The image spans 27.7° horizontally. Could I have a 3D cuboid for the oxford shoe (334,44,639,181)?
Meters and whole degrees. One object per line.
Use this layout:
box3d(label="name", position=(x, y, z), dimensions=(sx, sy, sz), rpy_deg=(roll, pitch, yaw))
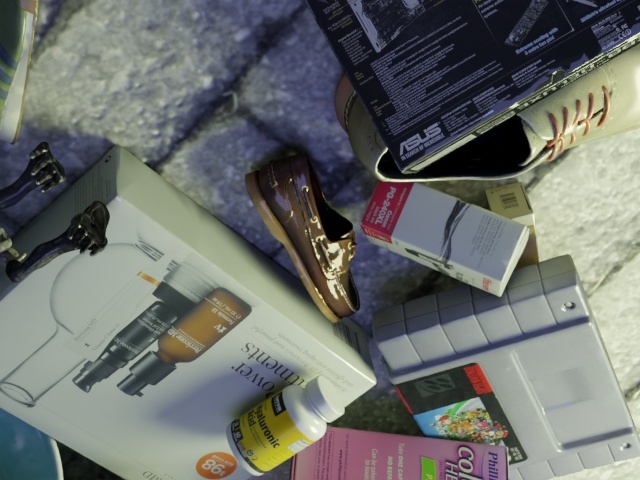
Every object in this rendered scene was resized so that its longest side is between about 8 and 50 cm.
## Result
box3d(label="oxford shoe", position=(0.219, -0.119, 1.225), dimensions=(0.397, 0.146, 0.140), rpy_deg=(-12, 128, 0))

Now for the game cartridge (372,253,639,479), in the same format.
box3d(label="game cartridge", position=(0.215, 0.169, 1.456), dimensions=(0.230, 0.068, 0.355), rpy_deg=(-21, 136, 11))

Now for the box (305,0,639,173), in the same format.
box3d(label="box", position=(0.143, -0.233, 1.087), dimensions=(0.307, 0.076, 0.242), rpy_deg=(-31, 86, 13))

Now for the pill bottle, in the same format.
box3d(label="pill bottle", position=(-0.035, 0.190, 1.351), dimensions=(0.116, 0.065, 0.065), rpy_deg=(-34, 125, 15))

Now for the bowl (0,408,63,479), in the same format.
box3d(label="bowl", position=(-0.441, 0.275, 1.345), dimensions=(0.312, 0.311, 0.163), rpy_deg=(17, 142, -21))

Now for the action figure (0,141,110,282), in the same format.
box3d(label="action figure", position=(-0.336, 0.020, 1.184), dimensions=(0.276, 0.141, 0.164), rpy_deg=(-30, 91, 20))

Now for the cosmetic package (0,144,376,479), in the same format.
box3d(label="cosmetic package", position=(-0.171, 0.113, 1.369), dimensions=(0.284, 0.097, 0.377), rpy_deg=(-38, 124, 21))

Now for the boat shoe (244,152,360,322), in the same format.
box3d(label="boat shoe", position=(0.000, 0.000, 1.324), dimensions=(0.073, 0.073, 0.207), rpy_deg=(-23, 128, 10))

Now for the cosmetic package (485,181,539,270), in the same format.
box3d(label="cosmetic package", position=(0.205, 0.003, 1.371), dimensions=(0.041, 0.060, 0.115), rpy_deg=(-13, 130, 2))

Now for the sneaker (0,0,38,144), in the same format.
box3d(label="sneaker", position=(-0.302, -0.168, 1.148), dimensions=(0.086, 0.064, 0.192), rpy_deg=(4, 129, -19))

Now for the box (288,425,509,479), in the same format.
box3d(label="box", position=(0.079, 0.326, 1.504), dimensions=(0.243, 0.117, 0.213), rpy_deg=(6, 141, -3))

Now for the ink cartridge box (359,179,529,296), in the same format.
box3d(label="ink cartridge box", position=(0.123, -0.005, 1.278), dimensions=(0.150, 0.109, 0.063), rpy_deg=(23, 84, 11))
